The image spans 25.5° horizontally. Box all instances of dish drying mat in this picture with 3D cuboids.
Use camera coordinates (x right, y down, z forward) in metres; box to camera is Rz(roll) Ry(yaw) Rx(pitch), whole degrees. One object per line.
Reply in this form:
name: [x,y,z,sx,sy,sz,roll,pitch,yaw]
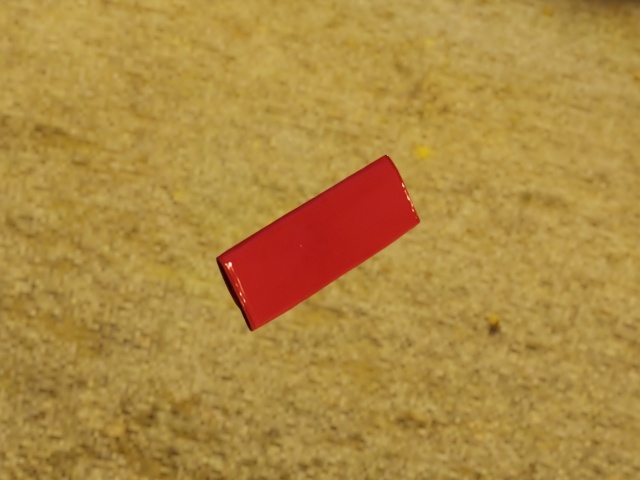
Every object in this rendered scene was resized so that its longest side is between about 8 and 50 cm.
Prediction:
dish drying mat: [0.000,0.000,0.528,0.083,0.032,0.008,-32,19,-25]
